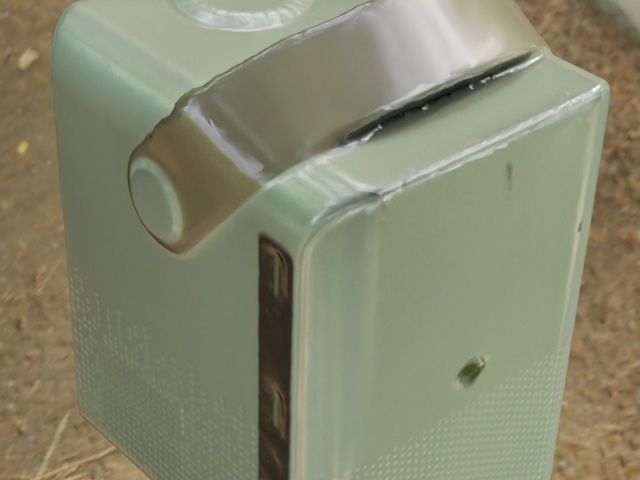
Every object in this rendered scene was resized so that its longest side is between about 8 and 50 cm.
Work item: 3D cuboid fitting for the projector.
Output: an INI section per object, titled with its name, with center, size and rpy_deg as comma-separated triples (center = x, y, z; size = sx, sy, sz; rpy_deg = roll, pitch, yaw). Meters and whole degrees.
[projector]
center = 0.000, 0.000, 0.634
size = 0.163, 0.243, 0.177
rpy_deg = -27, 45, -34
